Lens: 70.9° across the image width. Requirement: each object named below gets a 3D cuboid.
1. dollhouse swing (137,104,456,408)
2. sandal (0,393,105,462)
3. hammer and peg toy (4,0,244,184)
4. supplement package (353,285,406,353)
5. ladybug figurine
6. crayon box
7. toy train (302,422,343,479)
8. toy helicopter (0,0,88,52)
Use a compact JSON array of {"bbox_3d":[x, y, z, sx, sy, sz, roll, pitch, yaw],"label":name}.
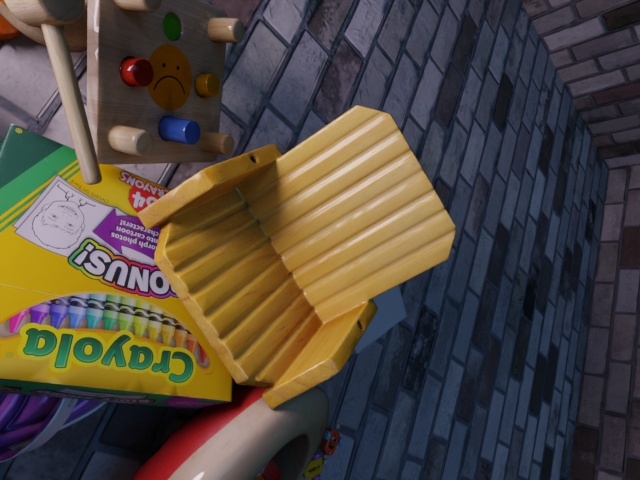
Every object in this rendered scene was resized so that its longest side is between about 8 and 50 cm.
[{"bbox_3d":[0.000,0.000,0.684,0.347,0.304,0.315,59,32,-6],"label":"dollhouse swing"},{"bbox_3d":[-0.401,0.210,0.598,0.416,0.102,0.170,-30,107,-39],"label":"sandal"},{"bbox_3d":[-0.262,-0.230,0.638,0.361,0.127,0.266,-23,125,-61],"label":"hammer and peg toy"},{"bbox_3d":[0.033,0.060,0.950,0.175,0.177,0.293,-25,103,-40],"label":"supplement package"},{"bbox_3d":[-0.167,0.385,0.721,0.449,0.161,0.305,-35,142,-40],"label":"ladybug figurine"},{"bbox_3d":[-0.292,0.059,0.640,0.362,0.106,0.314,23,51,-39],"label":"crayon box"},{"bbox_3d":[-0.026,0.439,0.963,0.166,0.046,0.125,37,62,-38],"label":"toy train"},{"bbox_3d":[-0.379,-0.453,0.639,0.234,0.140,0.356,-15,101,-52],"label":"toy helicopter"}]
